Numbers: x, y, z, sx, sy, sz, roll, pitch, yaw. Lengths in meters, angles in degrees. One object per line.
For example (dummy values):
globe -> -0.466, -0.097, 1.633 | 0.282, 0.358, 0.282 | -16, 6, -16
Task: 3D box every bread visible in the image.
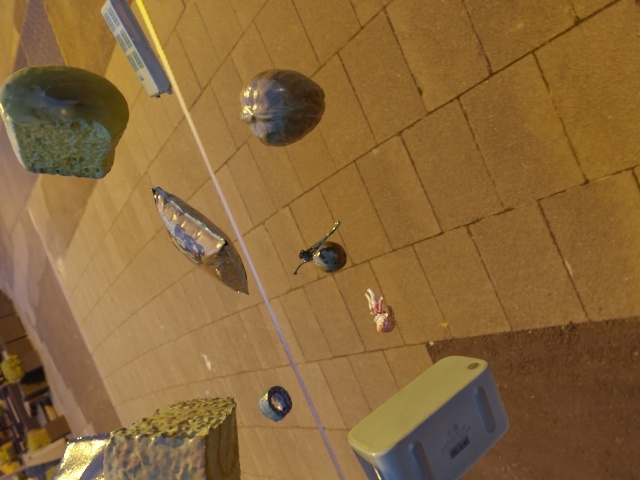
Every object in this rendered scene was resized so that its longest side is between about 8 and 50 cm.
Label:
bread -> -0.315, 0.544, 0.979 | 0.395, 0.239, 0.264 | 87, 175, -79
bread -> -0.308, -0.145, 0.496 | 0.114, 0.129, 0.111 | -50, 43, 46

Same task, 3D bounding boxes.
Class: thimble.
thimble -> -0.196, 0.704, 1.759 | 0.135, 0.118, 0.090 | 46, 130, 0

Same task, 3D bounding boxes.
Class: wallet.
wallet -> -0.570, 0.548, 1.011 | 0.244, 0.124, 0.025 | -18, 131, 22

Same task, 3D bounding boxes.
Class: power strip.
power strip -> -0.168, -0.175, 0.372 | 0.040, 0.016, 0.090 | 17, 138, 52

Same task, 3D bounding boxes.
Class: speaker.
speaker -> 0.283, 0.474, 1.019 | 0.183, 0.406, 0.184 | -18, 97, 63

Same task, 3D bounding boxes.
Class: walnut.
walnut -> -0.120, -0.415, 1.272 | 0.282, 0.282, 0.228 | 12, 119, 41

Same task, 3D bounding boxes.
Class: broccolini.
broccolini -> 0.000, 0.001, 1.427 | 0.054, 0.052, 0.194 | 43, 94, 5

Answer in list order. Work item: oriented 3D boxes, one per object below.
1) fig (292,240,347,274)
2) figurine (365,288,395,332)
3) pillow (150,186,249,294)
fig -> -0.012, 0.078, 1.525 | 0.236, 0.124, 0.124 | -19, 94, 32
figurine -> 0.131, 0.153, 0.898 | 0.109, 0.047, 0.064 | -116, 32, -41
pillow -> -0.348, 0.011, 1.208 | 0.310, 0.119, 0.312 | 33, 157, 19
